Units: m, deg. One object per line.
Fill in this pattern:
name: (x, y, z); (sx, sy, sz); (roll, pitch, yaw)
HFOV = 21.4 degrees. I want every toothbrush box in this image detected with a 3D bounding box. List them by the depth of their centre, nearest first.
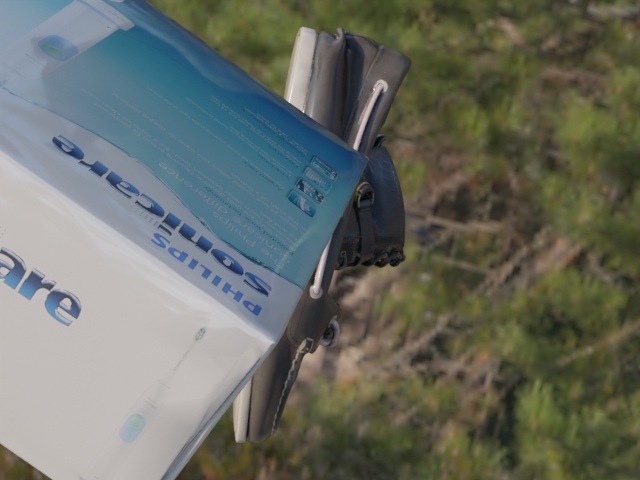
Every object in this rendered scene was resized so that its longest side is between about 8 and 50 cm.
toothbrush box: (-0.113, -0.018, 0.864); (0.216, 0.126, 0.295); (35, 20, -4)

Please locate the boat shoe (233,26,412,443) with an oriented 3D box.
boat shoe: (0.000, 0.000, 1.325); (0.095, 0.335, 0.112); (10, 0, -3)

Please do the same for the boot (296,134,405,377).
boot: (0.014, 0.018, 1.795); (0.091, 0.263, 0.229); (0, 2, 42)
